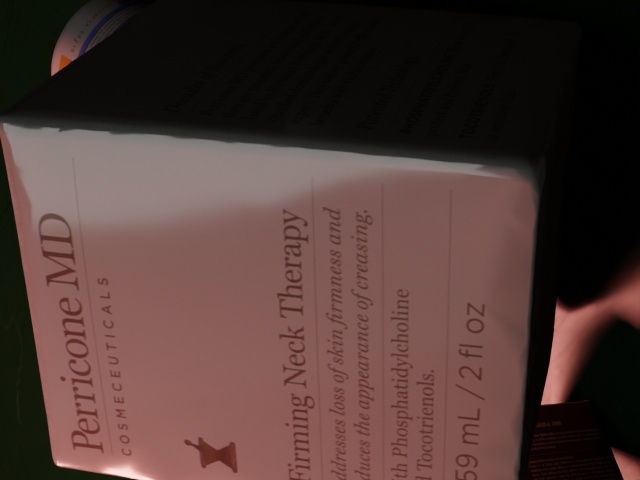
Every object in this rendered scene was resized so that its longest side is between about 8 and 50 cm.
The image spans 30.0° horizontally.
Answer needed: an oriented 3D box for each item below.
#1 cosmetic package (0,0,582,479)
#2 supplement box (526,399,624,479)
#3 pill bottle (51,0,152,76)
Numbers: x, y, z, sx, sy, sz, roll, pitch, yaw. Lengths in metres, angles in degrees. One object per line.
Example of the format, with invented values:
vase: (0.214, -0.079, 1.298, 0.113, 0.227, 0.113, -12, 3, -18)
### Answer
cosmetic package: (0.000, 0.000, 1.013, 0.393, 0.327, 0.329, 6, 119, 14)
supplement box: (0.236, 0.277, 1.134, 0.073, 0.130, 0.239, -47, 51, 45)
pill bottle: (-0.146, -0.151, 1.286, 0.272, 0.152, 0.152, 31, 132, 27)
